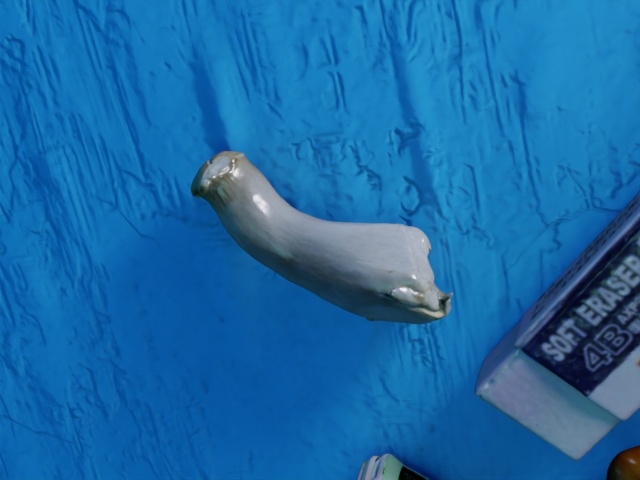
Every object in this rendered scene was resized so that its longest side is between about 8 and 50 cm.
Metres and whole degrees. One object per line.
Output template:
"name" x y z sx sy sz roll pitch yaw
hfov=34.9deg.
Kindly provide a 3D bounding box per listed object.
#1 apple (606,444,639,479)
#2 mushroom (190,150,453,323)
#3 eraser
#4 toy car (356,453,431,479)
"apple" 0.400 0.302 0.895 0.317 0.288 0.288 46 118 5
"mushroom" 0.000 0.003 0.977 0.278 0.099 0.096 25 113 8
"eraser" 0.276 0.067 0.927 0.130 0.086 0.287 35 119 -1
"toy car" 0.123 0.325 1.088 0.076 0.090 0.224 -37 99 21
